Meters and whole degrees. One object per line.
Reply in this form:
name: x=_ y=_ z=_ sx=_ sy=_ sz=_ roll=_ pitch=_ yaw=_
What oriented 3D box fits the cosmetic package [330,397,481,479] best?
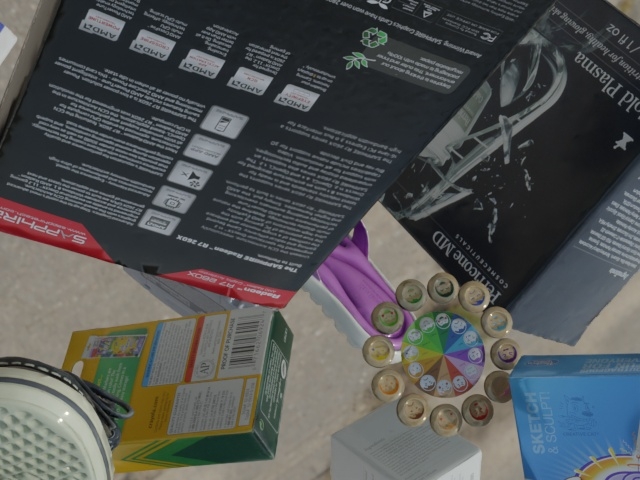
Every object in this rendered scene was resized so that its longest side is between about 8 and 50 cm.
cosmetic package: x=0.129 y=0.366 z=1.781 sx=0.151 sy=0.184 sz=0.151 roll=-24 pitch=128 yaw=-33

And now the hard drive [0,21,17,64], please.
hard drive: x=-0.516 y=-0.124 z=1.436 sx=0.210 sy=0.318 sz=0.040 roll=-17 pitch=129 yaw=39

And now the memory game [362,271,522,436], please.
memory game: x=0.137 y=0.126 z=1.292 sx=0.186 sy=0.186 sz=0.012 roll=-29 pitch=174 yaw=-17

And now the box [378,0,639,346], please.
box: x=0.351 y=-0.169 z=1.884 sx=0.297 sy=0.480 sz=0.472 roll=15 pitch=117 yaw=-51

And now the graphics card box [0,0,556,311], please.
graphics card box: x=-0.049 y=-0.105 z=0.678 sx=0.233 sy=0.094 sz=0.371 roll=17 pitch=143 yaw=-19

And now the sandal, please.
sandal: x=0.006 y=-0.008 z=1.660 sx=0.102 sy=0.416 sz=0.169 roll=-42 pitch=-176 yaw=39

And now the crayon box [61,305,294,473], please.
crayon box: x=-0.209 y=0.208 z=1.594 sx=0.323 sy=0.203 sz=0.083 roll=-8 pitch=138 yaw=19

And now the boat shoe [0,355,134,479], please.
boat shoe: x=-0.279 y=0.189 z=1.096 sx=0.187 sy=0.156 sz=0.500 roll=13 pitch=155 yaw=-5

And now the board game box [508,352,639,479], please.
board game box: x=0.344 y=0.276 z=1.235 sx=0.242 sy=0.316 sz=0.064 roll=-5 pitch=-166 yaw=26

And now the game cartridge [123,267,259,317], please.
game cartridge: x=-0.232 y=0.081 z=2.073 sx=0.060 sy=0.294 sz=0.196 roll=-49 pitch=164 yaw=-30
